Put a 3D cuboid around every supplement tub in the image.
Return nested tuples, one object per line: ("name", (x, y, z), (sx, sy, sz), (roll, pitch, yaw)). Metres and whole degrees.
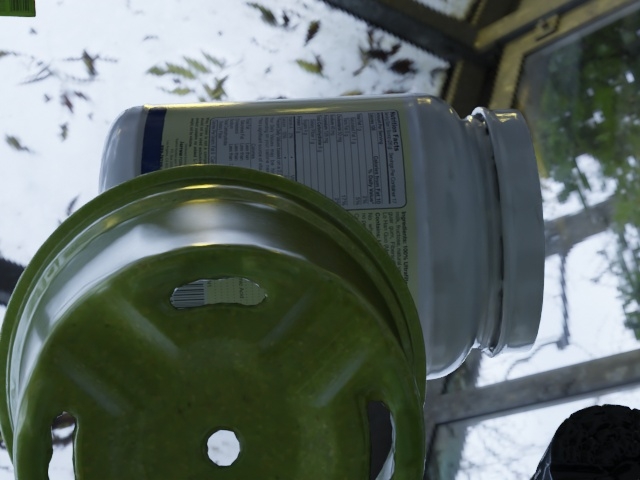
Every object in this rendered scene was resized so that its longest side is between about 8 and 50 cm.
("supplement tub", (0.000, 0.000, 0.926), (0.325, 0.235, 0.235), (-3, -108, -1))

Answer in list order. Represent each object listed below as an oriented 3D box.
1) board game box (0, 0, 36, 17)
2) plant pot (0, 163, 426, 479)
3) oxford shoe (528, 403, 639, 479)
("board game box", (-0.384, -0.277, 1.165), (0.181, 0.043, 0.092), (-2, -64, -13))
("plant pot", (-0.055, 0.088, 0.615), (0.276, 0.254, 0.276), (0, -90, -6))
("oxford shoe", (0.133, 0.175, 0.390), (0.083, 0.096, 0.227), (-5, -128, -22))
